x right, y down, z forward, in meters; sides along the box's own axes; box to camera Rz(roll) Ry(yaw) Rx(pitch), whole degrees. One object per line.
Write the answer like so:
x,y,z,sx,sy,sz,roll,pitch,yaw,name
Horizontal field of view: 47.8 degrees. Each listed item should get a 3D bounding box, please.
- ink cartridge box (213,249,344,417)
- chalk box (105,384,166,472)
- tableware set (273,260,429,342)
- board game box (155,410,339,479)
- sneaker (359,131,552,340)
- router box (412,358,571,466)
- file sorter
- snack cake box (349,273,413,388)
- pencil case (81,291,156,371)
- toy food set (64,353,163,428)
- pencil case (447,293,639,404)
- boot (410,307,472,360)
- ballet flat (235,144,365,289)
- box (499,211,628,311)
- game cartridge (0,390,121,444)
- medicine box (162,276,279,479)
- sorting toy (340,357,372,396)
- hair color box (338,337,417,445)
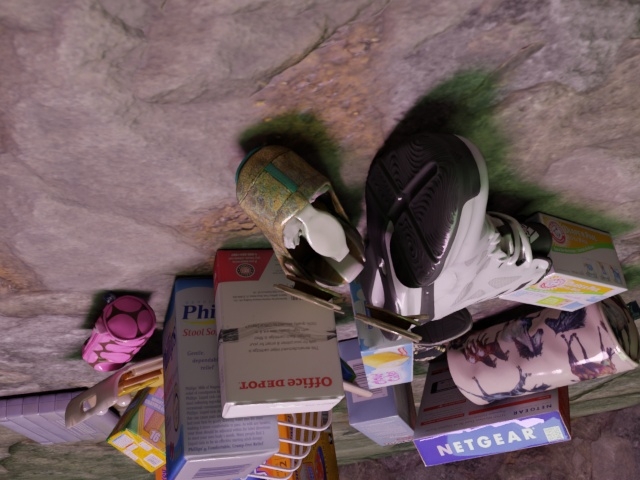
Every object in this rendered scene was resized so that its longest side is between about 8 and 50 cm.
-0.069,0.139,1.091,0.171,0.237,0.100,-1,155,-13,ink cartridge box
-0.358,0.387,1.635,0.132,0.213,0.132,38,137,-12,chalk box
0.041,0.077,0.914,0.194,0.039,0.128,20,174,10,tableware set
-0.176,0.591,1.848,0.356,0.357,0.356,-13,162,15,board game box
0.203,-0.025,0.974,0.257,0.169,0.447,-19,156,-12,sneaker
0.400,0.366,1.683,0.335,0.301,0.082,-19,109,25,router box
-0.098,0.362,1.512,0.173,0.193,0.278,14,138,-12,file sorter
0.109,0.155,1.280,0.089,0.152,0.264,-11,155,3,snack cake box
-0.356,0.165,1.247,0.098,0.095,0.209,-29,169,-35,pencil case
-0.327,0.292,1.438,0.306,0.092,0.219,-13,166,-46,toy food set
0.447,0.218,1.490,0.160,0.184,0.410,22,145,-35,pencil case
0.226,0.190,1.483,0.236,0.085,0.178,-21,156,29,boot
0.000,0.000,0.933,0.123,0.123,0.348,-14,153,13,ballet flat
0.381,0.039,1.166,0.203,0.103,0.114,11,150,-36,box
-0.642,0.446,1.813,0.230,0.068,0.355,-9,155,-5,game cartridge
-0.180,0.242,1.220,0.149,0.289,0.263,0,154,-18,medicine box
-0.004,0.211,1.369,0.038,0.208,0.193,-51,146,3,sorting toy
0.146,0.362,1.700,0.113,0.185,0.374,-13,155,11,hair color box
